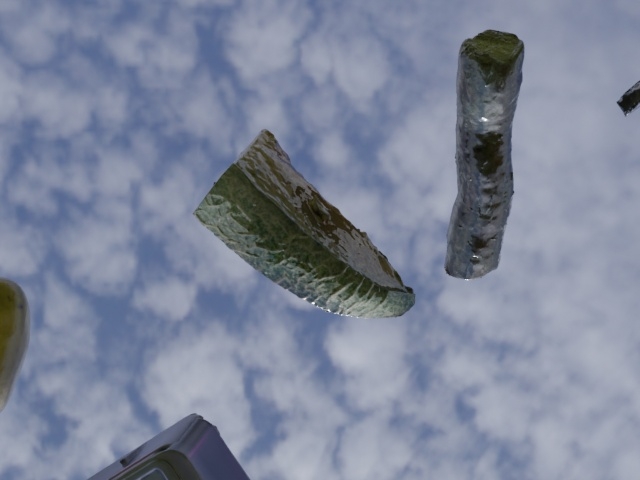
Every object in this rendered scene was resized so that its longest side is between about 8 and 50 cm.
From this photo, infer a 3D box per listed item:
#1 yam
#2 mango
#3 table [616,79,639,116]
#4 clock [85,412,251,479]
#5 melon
[{"bbox_3d":[0.148,-0.069,1.254,0.061,0.252,0.061,0,-141,0],"label":"yam"},{"bbox_3d":[-0.310,0.104,1.275,0.076,0.161,0.103,24,-157,0],"label":"mango"},{"bbox_3d":[0.223,-0.256,0.808,0.196,0.282,0.250,-34,-96,-18],"label":"table"},{"bbox_3d":[-0.118,0.216,0.875,0.193,0.073,0.144,-34,-87,16],"label":"clock"},{"bbox_3d":[-0.005,0.002,1.056,0.182,0.054,0.098,46,-143,-3],"label":"melon"}]
